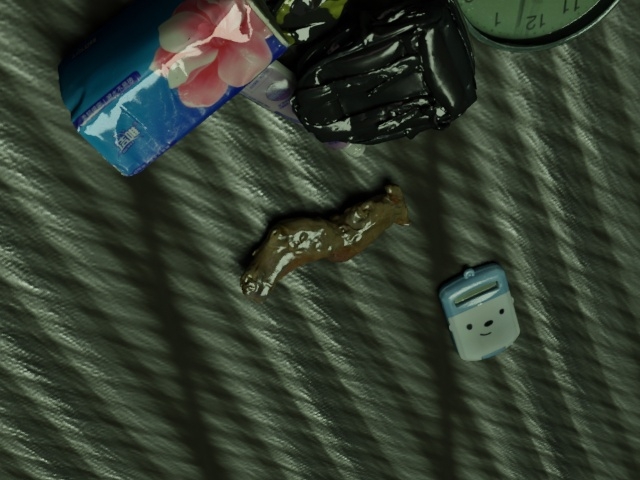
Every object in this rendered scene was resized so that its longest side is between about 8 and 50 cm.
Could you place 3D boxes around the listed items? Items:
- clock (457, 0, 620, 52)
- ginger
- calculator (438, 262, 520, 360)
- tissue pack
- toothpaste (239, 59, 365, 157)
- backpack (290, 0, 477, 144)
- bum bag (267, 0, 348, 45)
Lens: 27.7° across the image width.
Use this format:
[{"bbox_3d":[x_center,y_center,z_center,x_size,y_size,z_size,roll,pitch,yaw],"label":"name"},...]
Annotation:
[{"bbox_3d":[0.304,-0.406,1.785,0.319,0.066,0.319,-12,131,-14],"label":"clock"},{"bbox_3d":[0.002,-0.001,1.984,0.290,0.084,0.122,-26,154,-7],"label":"ginger"},{"bbox_3d":[0.271,0.122,2.210,0.121,0.039,0.210,-24,131,-5],"label":"calculator"},{"bbox_3d":[-0.191,-0.234,1.626,0.270,0.209,0.137,-37,122,10],"label":"tissue pack"},{"bbox_3d":[-0.045,-0.199,1.816,0.075,0.048,0.301,-38,130,24],"label":"toothpaste"},{"bbox_3d":[0.085,-0.219,1.751,0.258,0.133,0.206,-20,126,9],"label":"backpack"},{"bbox_3d":[0.007,-0.347,1.709,0.107,0.060,0.232,18,123,-24],"label":"bum bag"}]
